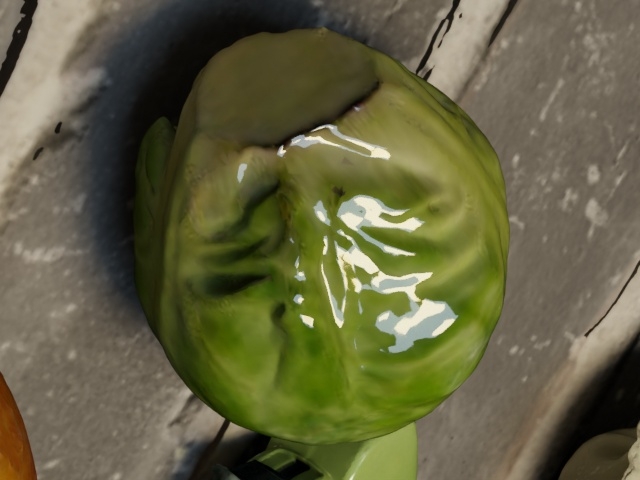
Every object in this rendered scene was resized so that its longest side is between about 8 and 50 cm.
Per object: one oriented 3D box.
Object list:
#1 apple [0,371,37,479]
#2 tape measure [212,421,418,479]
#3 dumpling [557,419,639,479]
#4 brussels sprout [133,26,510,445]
[{"bbox_3d":[-0.325,0.173,0.947,0.400,0.333,0.400,-8,105,-32],"label":"apple"},{"bbox_3d":[-0.016,0.208,1.307,0.175,0.106,0.200,-21,126,-36],"label":"tape measure"},{"bbox_3d":[0.243,0.175,1.422,0.247,0.142,0.173,-34,133,-48],"label":"dumpling"},{"bbox_3d":[0.000,0.000,1.153,0.244,0.244,0.244,-13,120,-24],"label":"brussels sprout"}]
